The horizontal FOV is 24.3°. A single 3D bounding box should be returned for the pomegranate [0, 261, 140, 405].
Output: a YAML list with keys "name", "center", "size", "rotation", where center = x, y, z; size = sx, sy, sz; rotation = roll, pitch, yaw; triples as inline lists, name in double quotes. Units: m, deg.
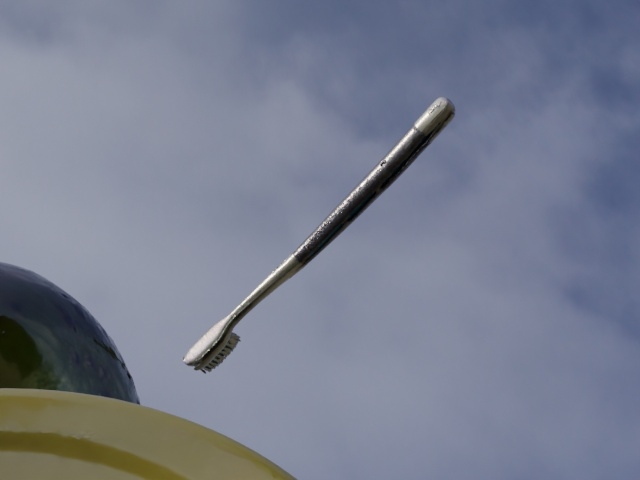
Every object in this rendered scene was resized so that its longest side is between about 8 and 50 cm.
- name: "pomegranate"
  center: [-0.195, 0.135, 0.761]
  size: [0.231, 0.285, 0.231]
  rotation: [-10, -37, -8]

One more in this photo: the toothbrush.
- name: "toothbrush"
  center: [0.000, 0.000, 1.129]
  size: [0.288, 0.024, 0.026]
  rotation: [-46, -41, 11]

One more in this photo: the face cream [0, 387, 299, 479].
- name: "face cream"
  center: [-0.082, 0.171, 0.358]
  size: [0.218, 0.218, 0.179]
  rotation: [-2, -53, -4]
